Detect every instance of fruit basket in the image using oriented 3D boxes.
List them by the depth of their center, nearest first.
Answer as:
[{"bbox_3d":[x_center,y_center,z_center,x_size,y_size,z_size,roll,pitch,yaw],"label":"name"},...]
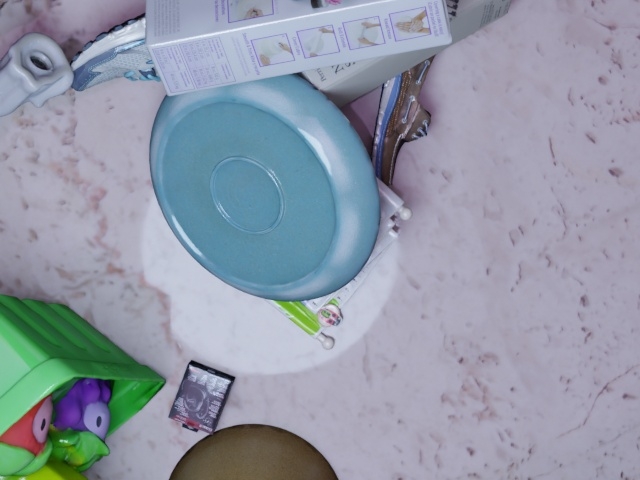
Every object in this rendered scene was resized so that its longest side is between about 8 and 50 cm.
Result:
[{"bbox_3d":[-0.320,0.265,1.815,0.283,0.392,0.392,-41,92,6],"label":"fruit basket"}]

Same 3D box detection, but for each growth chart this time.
[{"bbox_3d":[0.000,0.000,1.922,0.172,0.021,0.237,33,112,1],"label":"growth chart"}]

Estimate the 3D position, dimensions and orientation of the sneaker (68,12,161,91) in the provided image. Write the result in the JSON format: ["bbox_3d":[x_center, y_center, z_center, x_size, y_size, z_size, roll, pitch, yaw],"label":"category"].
[{"bbox_3d":[-0.171,-0.227,1.891,0.283,0.110,0.122,-22,97,5],"label":"sneaker"}]

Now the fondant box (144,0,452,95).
[{"bbox_3d":[-0.030,-0.306,1.762,0.330,0.096,0.238,-10,53,8],"label":"fondant box"}]

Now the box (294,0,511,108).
[{"bbox_3d":[0.086,-0.265,1.841,0.275,0.094,0.113,-31,78,-8],"label":"box"}]

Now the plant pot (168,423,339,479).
[{"bbox_3d":[-0.091,0.365,1.869,0.237,0.254,0.237,0,96,3],"label":"plant pot"}]

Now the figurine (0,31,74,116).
[{"bbox_3d":[-0.436,-0.214,1.882,0.209,0.092,0.215,-32,108,38],"label":"figurine"}]

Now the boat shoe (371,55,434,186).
[{"bbox_3d":[0.102,-0.151,1.902,0.066,0.066,0.183,9,96,1],"label":"boat shoe"}]

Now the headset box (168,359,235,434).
[{"bbox_3d":[-0.152,0.202,1.967,0.062,0.032,0.083,20,97,2],"label":"headset box"}]

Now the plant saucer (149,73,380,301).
[{"bbox_3d":[-0.079,-0.060,1.849,0.317,0.044,0.317,14,122,24],"label":"plant saucer"}]
